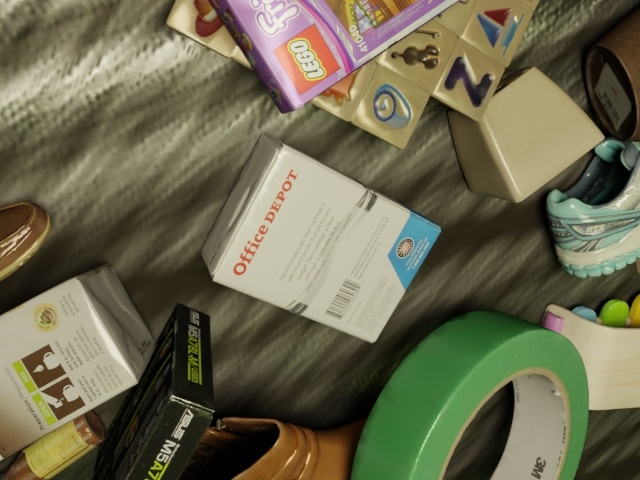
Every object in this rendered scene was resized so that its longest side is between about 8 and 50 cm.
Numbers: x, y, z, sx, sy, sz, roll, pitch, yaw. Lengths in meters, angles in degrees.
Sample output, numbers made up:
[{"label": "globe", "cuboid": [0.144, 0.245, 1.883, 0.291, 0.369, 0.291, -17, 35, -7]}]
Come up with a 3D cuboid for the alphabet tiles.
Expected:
[{"label": "alphabet tiles", "cuboid": [0.036, -0.254, 0.510, 0.342, 0.011, 0.285, 25, 92, -18]}]

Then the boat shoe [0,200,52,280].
[{"label": "boat shoe", "cuboid": [-0.313, 0.013, 0.495, 0.178, 0.064, 0.060, -26, 138, -6]}]

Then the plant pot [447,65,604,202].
[{"label": "plant pot", "cuboid": [0.194, -0.114, 0.615, 0.109, 0.109, 0.096, -37, 105, -3]}]

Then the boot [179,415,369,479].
[{"label": "boot", "cuboid": [-0.013, 0.223, 0.639, 0.283, 0.109, 0.220, -21, 139, 1]}]

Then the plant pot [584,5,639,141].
[{"label": "plant pot", "cuboid": [0.407, -0.191, 0.617, 0.230, 0.215, 0.215, -21, 117, 6]}]

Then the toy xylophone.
[{"label": "toy xylophone", "cuboid": [0.445, 0.124, 0.804, 0.322, 0.081, 0.236, 10, 107, -23]}]

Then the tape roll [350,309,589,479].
[{"label": "tape roll", "cuboid": [0.178, 0.241, 0.673, 0.321, 0.077, 0.321, -11, 108, -36]}]

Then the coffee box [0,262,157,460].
[{"label": "coffee box", "cuboid": [-0.276, 0.123, 0.504, 0.246, 0.141, 0.098, -29, 96, -7]}]

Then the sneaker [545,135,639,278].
[{"label": "sneaker", "cuboid": [0.383, -0.079, 0.691, 0.283, 0.110, 0.122, -38, 114, -3]}]

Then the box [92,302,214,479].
[{"label": "box", "cuboid": [-0.158, 0.177, 0.554, 0.045, 0.184, 0.191, 27, 99, -16]}]

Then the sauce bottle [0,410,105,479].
[{"label": "sauce bottle", "cuboid": [-0.281, 0.221, 0.608, 0.128, 0.042, 0.042, -33, 117, -5]}]

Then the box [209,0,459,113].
[{"label": "box", "cuboid": [-0.022, -0.274, 0.454, 0.201, 0.057, 0.293, -35, 106, -8]}]

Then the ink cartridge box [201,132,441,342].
[{"label": "ink cartridge box", "cuboid": [0.000, 0.000, 0.598, 0.190, 0.082, 0.139, 25, 100, -25]}]
